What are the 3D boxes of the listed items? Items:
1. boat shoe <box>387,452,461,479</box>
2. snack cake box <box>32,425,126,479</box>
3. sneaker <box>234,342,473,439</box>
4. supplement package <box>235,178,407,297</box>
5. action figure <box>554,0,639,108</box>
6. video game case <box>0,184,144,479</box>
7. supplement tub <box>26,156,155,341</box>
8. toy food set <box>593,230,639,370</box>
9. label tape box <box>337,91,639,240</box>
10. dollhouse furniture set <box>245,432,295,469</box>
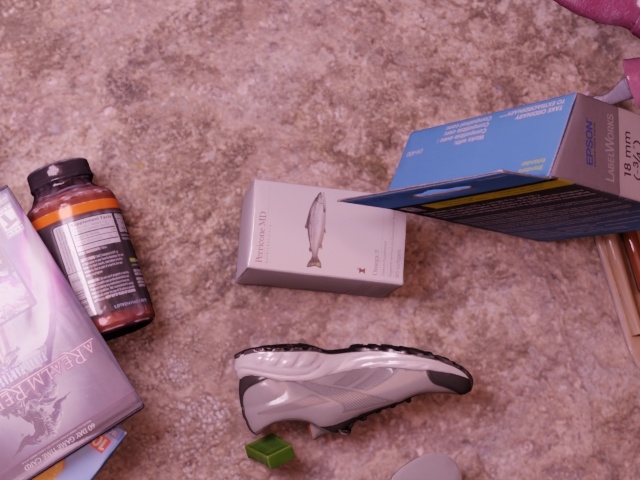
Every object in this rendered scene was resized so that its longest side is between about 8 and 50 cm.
[{"bbox_3d":[0.069,0.322,1.415,0.219,0.070,0.078,-43,94,-21],"label":"boat shoe"},{"bbox_3d":[-0.356,0.188,1.341,0.264,0.089,0.152,37,73,-3],"label":"snack cake box"},{"bbox_3d":[0.038,0.169,1.434,0.271,0.100,0.108,-1,87,-6],"label":"sneaker"},{"bbox_3d":[0.000,0.000,1.446,0.179,0.105,0.105,6,79,-11],"label":"supplement package"},{"bbox_3d":[0.423,-0.293,1.523,0.370,0.276,0.248,41,67,12],"label":"action figure"},{"bbox_3d":[-0.335,0.107,1.298,0.196,0.026,0.274,-32,85,-13],"label":"video game case"},{"bbox_3d":[-0.259,0.012,1.388,0.106,0.106,0.198,-18,83,-15],"label":"supplement tub"},{"bbox_3d":[0.461,0.001,1.553,0.219,0.092,0.306,-13,83,-14],"label":"toy food set"},{"bbox_3d":[0.220,-0.080,1.373,0.333,0.240,0.106,10,77,-40],"label":"label tape box"},{"bbox_3d":[-0.040,0.299,1.423,0.076,0.058,0.152,-23,104,-23],"label":"dollhouse furniture set"}]
